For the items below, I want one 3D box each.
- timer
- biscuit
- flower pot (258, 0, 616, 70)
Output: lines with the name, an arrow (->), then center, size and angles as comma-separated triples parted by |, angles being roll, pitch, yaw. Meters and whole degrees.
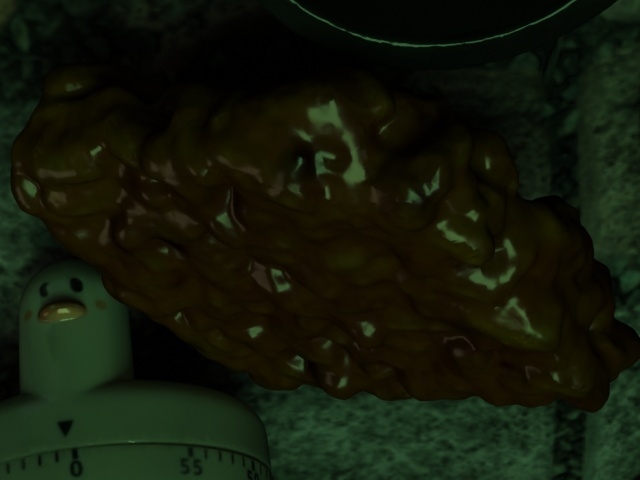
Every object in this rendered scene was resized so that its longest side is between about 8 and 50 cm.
timer -> -0.150, 0.153, 1.035 | 0.234, 0.240, 0.233 | -6, 156, -3
biscuit -> 0.000, 0.000, 0.885 | 0.312, 0.110, 0.318 | 0, 147, 38
flower pot -> 0.060, -0.240, 0.770 | 0.269, 0.166, 0.269 | -2, 122, -3
